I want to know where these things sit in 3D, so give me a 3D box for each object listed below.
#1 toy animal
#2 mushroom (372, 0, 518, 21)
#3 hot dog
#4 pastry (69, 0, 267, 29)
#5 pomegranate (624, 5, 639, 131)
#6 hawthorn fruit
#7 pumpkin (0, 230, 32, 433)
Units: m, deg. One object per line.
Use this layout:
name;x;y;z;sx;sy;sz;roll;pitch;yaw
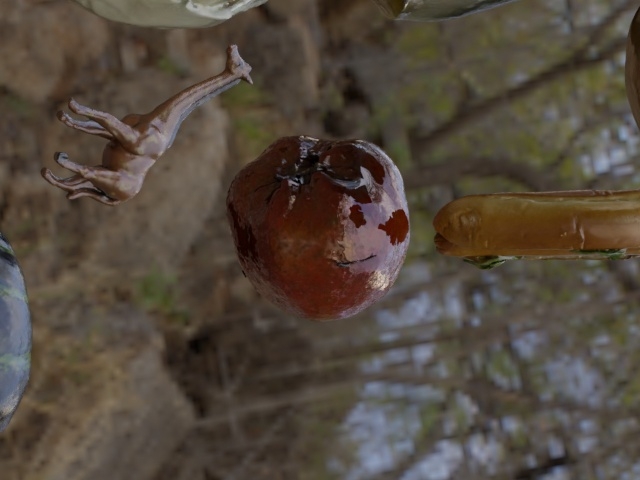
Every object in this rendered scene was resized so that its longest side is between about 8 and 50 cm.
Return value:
toy animal;-0.205;-0.143;2.263;0.066;0.229;0.224;38;-64;54
mushroom;0.189;-0.257;1.762;0.159;0.328;0.122;100;-19;-56
hot dog;0.234;-0.009;1.843;0.100;0.249;0.068;71;17;-76
pastry;-0.100;-0.252;1.106;0.133;0.265;0.265;-42;125;-72
pomegranate;0.377;-0.143;1.482;0.319;0.319;0.319;171;-90;-83
hawthorn fruit;0.000;0.000;1.852;0.185;0.185;0.202;-107;-174;-48
pumpkin;-0.461;0.100;2.100;0.323;0.241;0.323;-9;-103;43
